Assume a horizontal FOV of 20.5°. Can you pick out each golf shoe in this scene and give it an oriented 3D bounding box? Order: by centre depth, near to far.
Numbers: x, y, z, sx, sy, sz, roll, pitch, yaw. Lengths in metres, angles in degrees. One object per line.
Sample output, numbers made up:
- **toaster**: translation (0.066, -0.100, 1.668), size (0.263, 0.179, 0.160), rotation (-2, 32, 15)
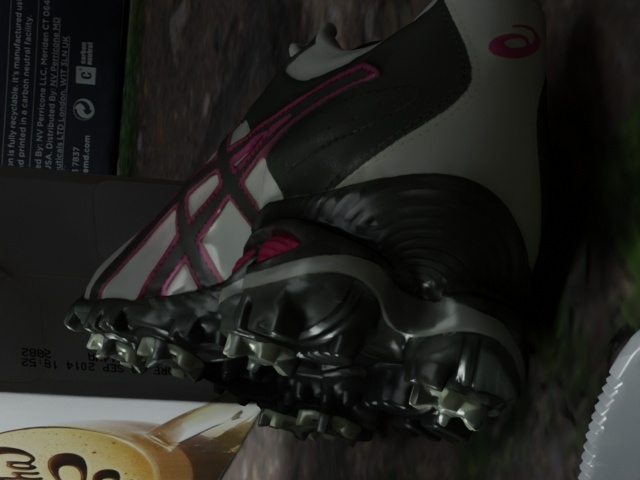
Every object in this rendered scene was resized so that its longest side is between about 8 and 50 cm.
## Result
- **golf shoe**: translation (0.000, 0.000, 0.577), size (0.273, 0.105, 0.120), rotation (-14, 55, 66)

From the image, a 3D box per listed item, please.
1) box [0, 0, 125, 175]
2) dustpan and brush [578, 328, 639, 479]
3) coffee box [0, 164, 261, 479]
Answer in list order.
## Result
- **box**: translation (-0.318, -0.100, 1.153), size (0.343, 0.312, 0.179), rotation (-176, 90, -71)
- **dustpan and brush**: translation (0.087, 0.043, 0.331), size (0.147, 0.060, 0.211), rotation (-123, 41, -60)
- **coffee box**: translation (-0.150, 0.097, 0.842), size (0.297, 0.168, 0.119), rotation (120, 149, -50)
